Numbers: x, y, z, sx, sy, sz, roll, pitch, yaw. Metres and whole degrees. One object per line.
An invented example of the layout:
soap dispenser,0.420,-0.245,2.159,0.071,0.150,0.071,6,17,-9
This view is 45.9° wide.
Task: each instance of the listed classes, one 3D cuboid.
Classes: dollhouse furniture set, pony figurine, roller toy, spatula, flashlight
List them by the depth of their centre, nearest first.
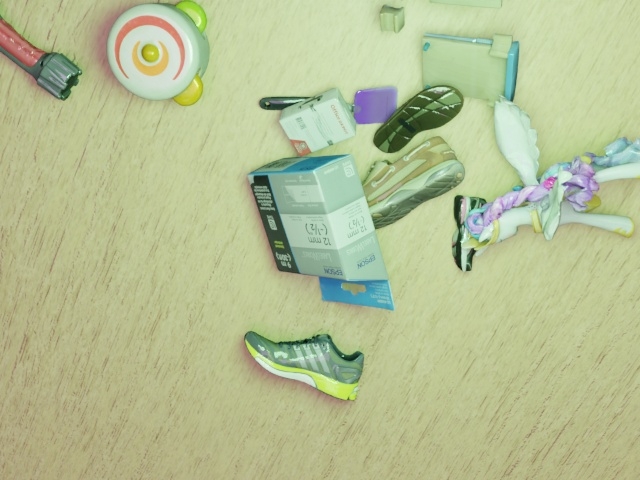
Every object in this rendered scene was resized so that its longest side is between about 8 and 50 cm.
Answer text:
pony figurine,0.473,-0.102,1.517,0.363,0.303,0.351,-10,142,-5
dollhouse furniture set,0.275,-0.441,1.541,0.286,0.198,0.303,13,141,22
roller toy,-0.333,-0.386,1.552,0.191,0.146,0.209,3,108,3
flashlight,-0.644,-0.428,1.584,0.304,0.103,0.103,37,95,-7
spatula,0.016,-0.291,1.619,0.296,0.030,0.084,2,124,5

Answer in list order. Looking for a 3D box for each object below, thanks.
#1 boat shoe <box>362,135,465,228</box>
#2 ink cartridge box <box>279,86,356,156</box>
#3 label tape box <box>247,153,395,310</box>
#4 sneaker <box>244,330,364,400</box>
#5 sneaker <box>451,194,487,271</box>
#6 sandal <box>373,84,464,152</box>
boat shoe,0.153,-0.115,1.635,0.324,0.123,0.116,-27,70,20
ink cartridge box,-0.003,-0.250,1.595,0.135,0.056,0.099,-18,125,20
label tape box,0.000,0.000,1.597,0.115,0.249,0.348,-26,108,-34
sneaker,-0.034,0.264,1.768,0.300,0.111,0.121,22,97,-9
sneaker,0.338,-0.013,1.668,0.077,0.072,0.178,-3,113,-6
sandal,0.203,-0.261,1.591,0.090,0.060,0.219,39,131,-19
